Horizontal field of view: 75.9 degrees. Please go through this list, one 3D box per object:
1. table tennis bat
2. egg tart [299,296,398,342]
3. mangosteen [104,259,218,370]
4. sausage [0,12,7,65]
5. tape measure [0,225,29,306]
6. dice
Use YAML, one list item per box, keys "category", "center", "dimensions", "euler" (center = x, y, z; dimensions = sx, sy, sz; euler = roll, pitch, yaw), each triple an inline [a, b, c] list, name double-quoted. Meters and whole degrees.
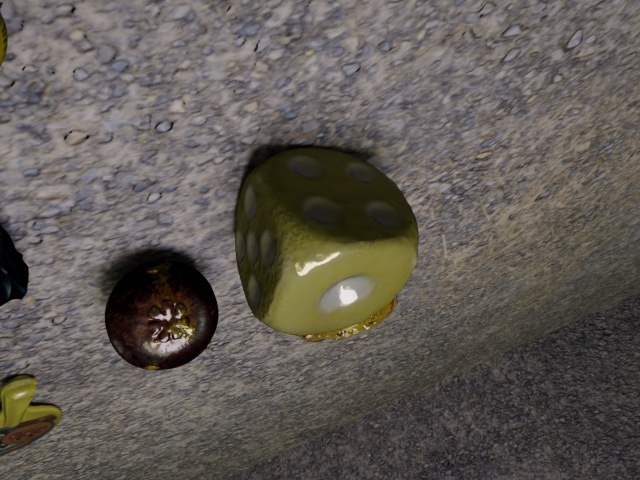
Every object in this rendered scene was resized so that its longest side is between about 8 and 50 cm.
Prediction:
- category: "table tennis bat"
  center: [-0.713, 0.420, 0.949]
  dimensions: [0.224, 0.054, 0.368]
  euler: [-1, 139, -47]
- category: "egg tart"
  center: [0.056, 0.158, 1.031]
  dimensions: [0.291, 0.107, 0.290]
  euler: [-14, 147, -9]
- category: "mangosteen"
  center: [-0.291, 0.133, 0.751]
  dimensions: [0.192, 0.192, 0.217]
  euler: [0, 176, -30]
- category: "sausage"
  center: [-0.419, -0.137, 0.352]
  dimensions: [0.347, 0.123, 0.123]
  euler: [-29, 144, 5]
- category: "tape measure"
  center: [-0.506, 0.027, 0.509]
  dimensions: [0.223, 0.135, 0.202]
  euler: [-8, 152, -18]
- category: "dice"
  center: [0.000, 0.000, 0.681]
  dimensions: [0.238, 0.233, 0.226]
  euler: [-3, 138, -29]
